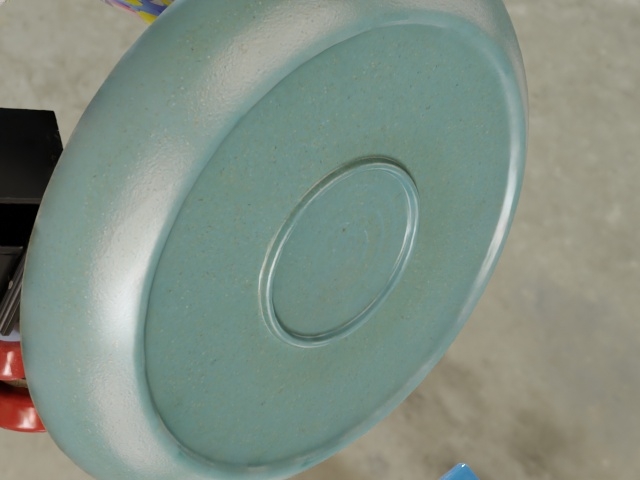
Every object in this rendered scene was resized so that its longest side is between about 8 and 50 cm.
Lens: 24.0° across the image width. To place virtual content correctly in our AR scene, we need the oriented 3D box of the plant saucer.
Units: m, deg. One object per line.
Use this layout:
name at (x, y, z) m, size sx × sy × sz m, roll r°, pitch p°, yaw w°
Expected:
plant saucer at (0.000, 0.000, 0.736) m, size 0.318 × 0.317 × 0.044 m, roll -21°, pitch 41°, yaw -37°

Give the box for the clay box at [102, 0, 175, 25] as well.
clay box at (-0.112, -0.180, 0.954) m, size 0.222 × 0.127 × 0.053 m, roll 28°, pitch 80°, yaw -5°

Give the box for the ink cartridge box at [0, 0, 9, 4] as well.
ink cartridge box at (-0.185, -0.178, 0.602) m, size 0.189 × 0.255 × 0.097 m, roll 32°, pitch 74°, yaw -11°

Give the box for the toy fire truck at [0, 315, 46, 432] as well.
toy fire truck at (-0.338, 0.050, 1.468) m, size 0.254 × 0.169 × 0.302 m, roll 13°, pitch 19°, yaw 2°

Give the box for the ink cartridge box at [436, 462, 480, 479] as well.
ink cartridge box at (0.104, 0.487, 1.698) m, size 0.285 × 0.166 × 0.395 m, roll 50°, pitch 49°, yaw 7°

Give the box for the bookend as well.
bookend at (-0.255, -0.010, 0.941) m, size 0.157 × 0.156 × 0.072 m, roll 2°, pitch 54°, yaw -30°
